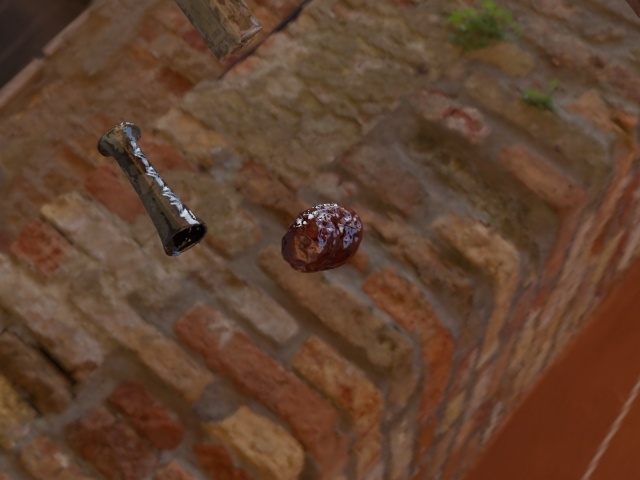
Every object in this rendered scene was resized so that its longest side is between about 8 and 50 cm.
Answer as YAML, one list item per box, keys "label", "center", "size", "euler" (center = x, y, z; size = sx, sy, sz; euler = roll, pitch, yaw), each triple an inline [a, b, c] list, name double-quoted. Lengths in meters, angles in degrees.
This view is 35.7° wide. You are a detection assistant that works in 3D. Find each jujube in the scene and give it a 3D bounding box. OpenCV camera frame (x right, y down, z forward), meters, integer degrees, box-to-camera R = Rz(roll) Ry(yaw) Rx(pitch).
- label: "jujube"
  center: [0.000, 0.000, 1.095]
  size: [0.077, 0.077, 0.129]
  euler: [41, 23, 10]

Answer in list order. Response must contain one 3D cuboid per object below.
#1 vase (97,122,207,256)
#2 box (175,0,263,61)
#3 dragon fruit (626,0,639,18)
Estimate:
- label: "vase"
  center: [-0.199, -0.062, 1.170]
  size: [0.167, 0.059, 0.059]
  euler: [53, -10, 21]
- label: "box"
  center: [-0.115, -0.254, 1.108]
  size: [0.098, 0.045, 0.062]
  euler: [56, -36, -4]
- label: "dragon fruit"
  center: [0.347, -0.188, 0.902]
  size: [0.228, 0.286, 0.329]
  euler: [-29, -109, 54]
